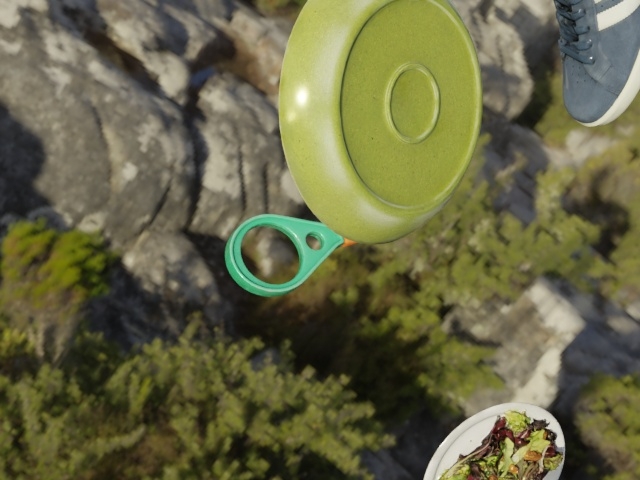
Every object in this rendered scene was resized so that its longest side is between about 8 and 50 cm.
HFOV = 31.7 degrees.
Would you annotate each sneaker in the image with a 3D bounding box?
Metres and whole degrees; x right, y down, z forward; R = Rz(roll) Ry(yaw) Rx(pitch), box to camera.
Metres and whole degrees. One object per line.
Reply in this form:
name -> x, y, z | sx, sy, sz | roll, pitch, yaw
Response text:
sneaker -> 0.265, -0.284, 1.164 | 0.148, 0.350, 0.131 | -9, 25, -23

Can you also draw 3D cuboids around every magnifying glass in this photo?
magnifying glass -> 0.000, 0.000, 1.263 | 0.231, 0.026, 0.092 | -16, 74, -30

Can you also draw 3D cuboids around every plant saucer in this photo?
plant saucer -> 0.065, -0.114, 0.939 | 0.241, 0.241, 0.037 | 6, 2, -45

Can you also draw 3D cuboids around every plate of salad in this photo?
plate of salad -> 0.217, 0.288, 1.368 | 0.199, 0.200, 0.048 | 20, 13, -29
